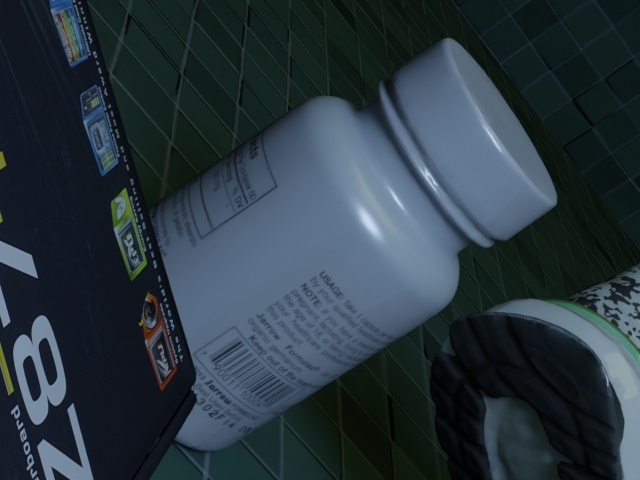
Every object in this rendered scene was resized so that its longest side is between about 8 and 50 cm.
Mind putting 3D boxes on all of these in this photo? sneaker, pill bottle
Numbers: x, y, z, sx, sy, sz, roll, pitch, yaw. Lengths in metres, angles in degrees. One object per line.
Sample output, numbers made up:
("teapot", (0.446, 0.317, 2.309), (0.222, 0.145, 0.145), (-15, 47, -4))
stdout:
("sneaker", (0.195, 0.182, 0.939), (0.158, 0.182, 0.410), (24, -45, 44))
("pill bottle", (0.000, 0.000, 0.866), (0.131, 0.229, 0.131), (50, 17, -21))

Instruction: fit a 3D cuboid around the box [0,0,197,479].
("box", (-0.162, -0.068, 0.541), (0.318, 0.097, 0.395), (-55, 132, -73))
